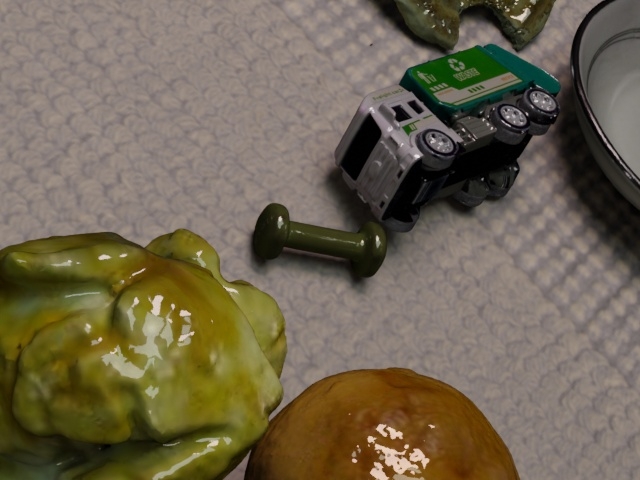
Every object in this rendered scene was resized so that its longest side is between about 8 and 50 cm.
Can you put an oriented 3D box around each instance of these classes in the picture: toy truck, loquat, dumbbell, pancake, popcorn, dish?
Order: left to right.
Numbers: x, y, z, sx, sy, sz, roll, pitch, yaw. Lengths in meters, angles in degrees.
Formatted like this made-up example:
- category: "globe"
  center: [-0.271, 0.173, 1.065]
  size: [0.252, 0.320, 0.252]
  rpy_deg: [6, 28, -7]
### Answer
- category: "popcorn"
  center: [-0.142, 0.102, 1.250]
  size: [0.276, 0.225, 0.276]
  rpy_deg: [12, 14, -3]
- category: "dumbbell"
  center: [0.000, 0.000, 1.515]
  size: [0.118, 0.052, 0.046]
  rpy_deg: [11, 46, -23]
- category: "loquat"
  center: [0.049, 0.208, 1.323]
  size: [0.238, 0.193, 0.238]
  rpy_deg: [15, 60, -28]
- category: "toy truck"
  center: [0.127, -0.103, 1.605]
  size: [0.253, 0.114, 0.124]
  rpy_deg: [-20, 59, -42]
- category: "pancake"
  center: [0.155, -0.314, 1.746]
  size: [0.254, 0.037, 0.253]
  rpy_deg: [0, 90, -32]
- category: "dish"
  center: [0.375, -0.107, 1.752]
  size: [0.316, 0.106, 0.316]
  rpy_deg: [12, 56, -19]
